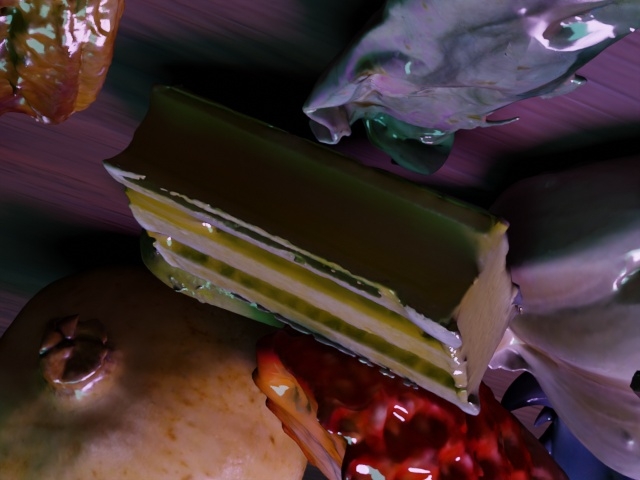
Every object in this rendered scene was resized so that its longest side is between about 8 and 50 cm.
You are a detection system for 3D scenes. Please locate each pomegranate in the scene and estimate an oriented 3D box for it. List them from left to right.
[{"bbox_3d":[-0.148,0.153,1.085,0.307,0.307,0.307,9,161,3],"label":"pomegranate"}]

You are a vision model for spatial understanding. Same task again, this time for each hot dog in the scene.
[{"bbox_3d":[-0.167,-0.119,0.571,0.160,0.099,0.227,14,163,-8],"label":"hot dog"}]

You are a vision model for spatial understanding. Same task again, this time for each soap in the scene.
[{"bbox_3d":[-0.001,0.001,0.723,0.233,0.076,0.135,26,162,23],"label":"soap"}]

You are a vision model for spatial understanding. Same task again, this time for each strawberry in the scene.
[{"bbox_3d":[0.078,0.150,0.892,0.265,0.149,0.336,49,172,39],"label":"strawberry"}]

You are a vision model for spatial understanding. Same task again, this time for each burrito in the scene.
[{"bbox_3d":[0.081,-0.101,0.534,0.096,0.066,0.309,13,160,-17],"label":"burrito"}]

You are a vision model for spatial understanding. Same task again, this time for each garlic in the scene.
[{"bbox_3d":[0.225,0.033,0.784,0.292,0.210,0.237,2,126,37],"label":"garlic"}]

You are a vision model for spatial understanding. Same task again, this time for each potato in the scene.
[{"bbox_3d":[-0.040,0.018,0.918,0.188,0.085,0.105,15,-177,-3],"label":"potato"}]

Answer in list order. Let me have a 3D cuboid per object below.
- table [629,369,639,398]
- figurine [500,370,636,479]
[{"bbox_3d":[0.240,-0.002,0.541,0.172,0.193,0.169,0,159,28],"label":"table"},{"bbox_3d":[0.263,0.156,1.039,0.175,0.197,0.265,41,-178,32],"label":"figurine"}]
